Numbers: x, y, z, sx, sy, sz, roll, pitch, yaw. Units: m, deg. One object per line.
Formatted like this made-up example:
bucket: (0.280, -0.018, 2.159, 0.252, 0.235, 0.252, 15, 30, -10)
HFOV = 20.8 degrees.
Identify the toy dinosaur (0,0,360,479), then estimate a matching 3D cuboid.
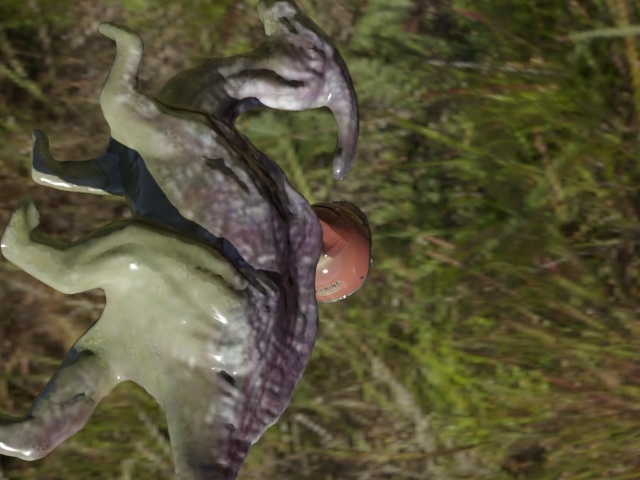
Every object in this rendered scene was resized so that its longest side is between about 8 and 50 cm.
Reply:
toy dinosaur: (-0.072, 0.002, 0.854, 0.162, 0.077, 0.294, 15, 81, -9)

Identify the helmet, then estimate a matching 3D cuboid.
helmet: (-0.001, -0.002, 1.237, 0.065, 0.049, 0.084, -24, 54, 19)
